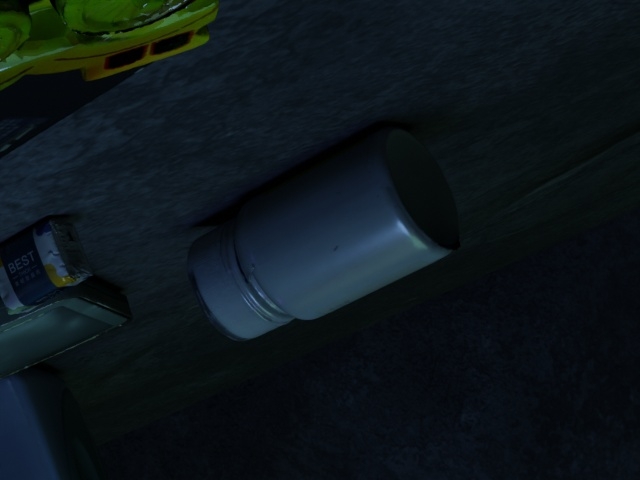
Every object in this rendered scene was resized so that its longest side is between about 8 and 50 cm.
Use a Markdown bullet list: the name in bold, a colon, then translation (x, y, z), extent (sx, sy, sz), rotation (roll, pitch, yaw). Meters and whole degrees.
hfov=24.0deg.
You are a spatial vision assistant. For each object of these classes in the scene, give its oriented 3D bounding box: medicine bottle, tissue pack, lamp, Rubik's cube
- **medicine bottle**: translation (0.000, 0.000, 1.515), extent (0.258, 0.143, 0.143), rotation (-28, 168, 26)
- **tissue pack**: translation (-0.251, 0.023, 1.339), extent (0.083, 0.062, 0.042), rotation (-27, 174, 28)
- **lamp**: translation (-0.352, 0.110, 1.626), extent (0.266, 0.047, 0.269), rotation (-22, 170, 2)
- **Rubik's cube**: translation (-0.456, 0.377, 1.936), extent (0.352, 0.347, 0.351), rotation (-22, 170, 2)

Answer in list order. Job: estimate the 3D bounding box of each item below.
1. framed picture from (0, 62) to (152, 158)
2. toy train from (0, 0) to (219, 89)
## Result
- **framed picture**: translation (-0.290, -0.072, 0.921), extent (0.255, 0.014, 0.338), rotation (-27, 168, 31)
- **toy train**: translation (-0.181, -0.111, 0.695), extent (0.296, 0.100, 0.160), rotation (-19, 171, -15)
